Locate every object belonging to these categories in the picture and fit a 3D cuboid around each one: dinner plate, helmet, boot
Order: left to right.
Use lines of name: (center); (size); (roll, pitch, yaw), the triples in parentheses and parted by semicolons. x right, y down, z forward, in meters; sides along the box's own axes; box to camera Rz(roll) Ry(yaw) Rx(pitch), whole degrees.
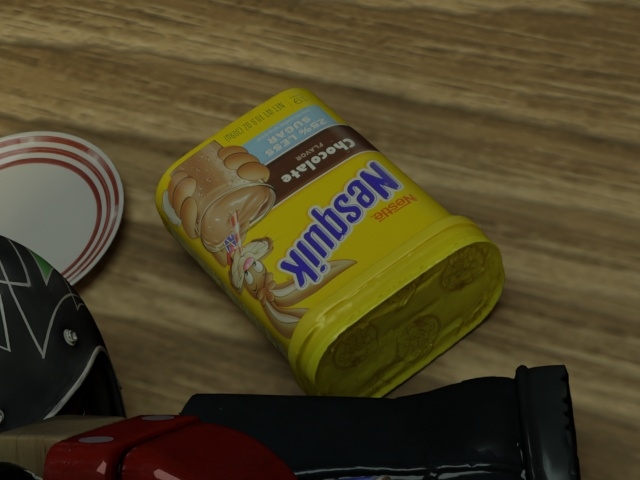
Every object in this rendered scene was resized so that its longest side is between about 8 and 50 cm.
helmet: (-0.187, 0.073, 0.817); (0.169, 0.161, 0.169); (-7, 52, 9)
dinner plate: (-0.186, -0.009, 0.975); (0.141, 0.017, 0.141); (-8, 51, 10)
boot: (0.023, 0.171, 0.732); (0.207, 0.094, 0.246); (-8, 53, 10)

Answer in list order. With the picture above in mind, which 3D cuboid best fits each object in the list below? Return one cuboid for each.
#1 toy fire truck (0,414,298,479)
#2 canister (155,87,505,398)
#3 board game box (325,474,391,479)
toy fire truck: (-0.036, 0.185, 0.629); (0.246, 0.158, 0.217); (-1, 92, 20)
canister: (0.000, 0.000, 0.884); (0.126, 0.073, 0.170); (-35, 51, -14)
board game box: (-0.115, 0.213, 0.526); (0.291, 0.141, 0.232); (-11, 87, 30)
